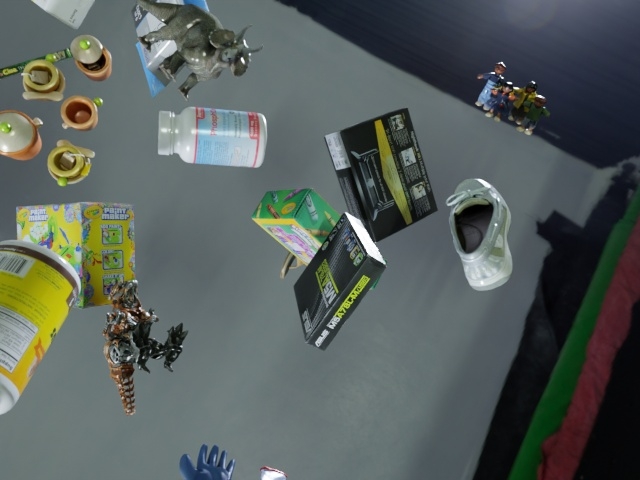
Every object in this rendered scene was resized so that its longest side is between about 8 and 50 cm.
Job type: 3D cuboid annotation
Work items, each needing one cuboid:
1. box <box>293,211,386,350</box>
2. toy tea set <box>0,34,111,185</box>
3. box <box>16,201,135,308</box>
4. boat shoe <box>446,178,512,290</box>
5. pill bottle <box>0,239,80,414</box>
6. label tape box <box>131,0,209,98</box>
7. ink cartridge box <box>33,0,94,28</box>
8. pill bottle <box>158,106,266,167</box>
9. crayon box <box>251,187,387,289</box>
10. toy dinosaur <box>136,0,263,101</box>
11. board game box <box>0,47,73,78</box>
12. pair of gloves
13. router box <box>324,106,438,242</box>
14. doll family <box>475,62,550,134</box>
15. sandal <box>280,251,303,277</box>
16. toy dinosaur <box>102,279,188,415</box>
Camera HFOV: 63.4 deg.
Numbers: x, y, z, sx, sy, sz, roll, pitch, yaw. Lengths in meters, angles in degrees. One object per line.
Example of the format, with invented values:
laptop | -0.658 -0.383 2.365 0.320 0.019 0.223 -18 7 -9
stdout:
box | 0.025 0.065 0.903 0.184 0.045 0.190 -53 -158 16
toy tea set | -0.568 -0.294 1.103 0.124 0.200 0.335 153 -50 -75
box | -0.694 0.037 1.470 0.177 0.290 0.278 -3 93 -60
boat shoe | 0.323 -0.039 1.074 0.118 0.103 0.320 -19 -146 28
pill bottle | -0.367 0.110 0.574 0.117 0.118 0.214 113 -8 -45
label tape box | -0.510 -0.668 1.664 0.348 0.248 0.115 -32 157 30
ink cartridge box | -0.851 -0.845 1.700 0.201 0.278 0.117 -56 145 8
pill bottle | -0.170 -0.163 0.814 0.087 0.160 0.087 -179 -90 -72
crayon box | 0.000 0.000 1.163 0.165 0.278 0.081 4 -122 51
toy dinosaur | -0.237 -0.372 0.975 0.160 0.313 0.121 -38 149 -5
board game box | -0.842 -0.515 1.519 0.136 0.260 0.030 -117 -171 -68
pair of gloves | -0.131 0.392 0.809 0.159 0.198 0.023 -97 -150 -78
router box | 0.170 -0.178 1.407 0.243 0.308 0.081 -25 -167 -29
doll family | 0.454 -0.342 1.230 0.076 0.193 0.111 -50 160 -41
sandal | -0.054 0.034 1.429 0.180 0.049 0.072 -54 173 4
toy dinosaur | -0.470 0.264 1.319 0.164 0.219 0.321 -28 108 -57
